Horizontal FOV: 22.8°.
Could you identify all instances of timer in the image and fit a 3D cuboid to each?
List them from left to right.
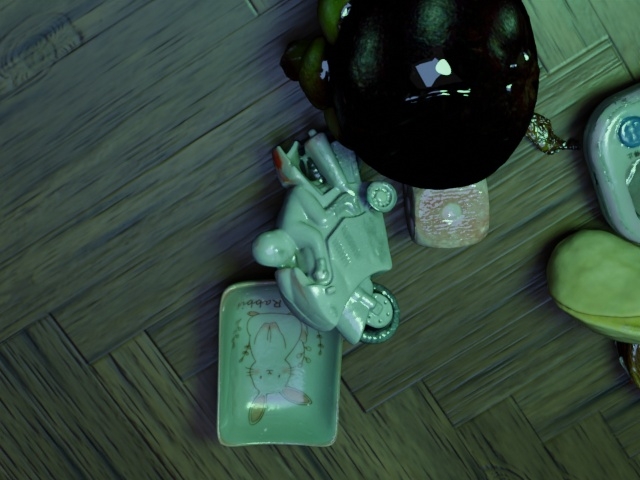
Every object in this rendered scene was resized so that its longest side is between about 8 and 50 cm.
[{"bbox_3d":[0.419,-0.105,1.887,0.209,0.069,0.190,-24,108,-9],"label":"timer"}]

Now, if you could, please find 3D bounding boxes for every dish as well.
[{"bbox_3d":[-0.051,0.142,1.936,0.151,0.077,0.212,1,107,-7],"label":"dish"}]

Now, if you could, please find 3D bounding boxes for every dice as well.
[{"bbox_3d":[0.149,-0.046,1.882,0.094,0.091,0.093,-4,109,-2],"label":"dice"}]

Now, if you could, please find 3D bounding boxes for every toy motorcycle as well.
[{"bbox_3d":[0.000,0.000,1.834,0.171,0.110,0.260,-9,80,-25],"label":"toy motorcycle"}]

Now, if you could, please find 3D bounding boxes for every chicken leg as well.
[{"bbox_3d":[0.273,-0.124,1.903,0.083,0.021,0.036,35,93,-15],"label":"chicken leg"}]

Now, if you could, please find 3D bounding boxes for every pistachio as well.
[{"bbox_3d":[0.351,0.065,1.885,0.145,0.200,0.117,-24,128,-20],"label":"pistachio"}]

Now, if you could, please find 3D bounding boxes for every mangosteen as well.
[{"bbox_3d":[0.100,-0.185,1.761,0.288,0.233,0.287,-6,151,-4],"label":"mangosteen"}]

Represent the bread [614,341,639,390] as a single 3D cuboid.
[{"bbox_3d":[0.448,0.130,1.975,0.161,0.073,0.160,-2,106,-7],"label":"bread"}]
